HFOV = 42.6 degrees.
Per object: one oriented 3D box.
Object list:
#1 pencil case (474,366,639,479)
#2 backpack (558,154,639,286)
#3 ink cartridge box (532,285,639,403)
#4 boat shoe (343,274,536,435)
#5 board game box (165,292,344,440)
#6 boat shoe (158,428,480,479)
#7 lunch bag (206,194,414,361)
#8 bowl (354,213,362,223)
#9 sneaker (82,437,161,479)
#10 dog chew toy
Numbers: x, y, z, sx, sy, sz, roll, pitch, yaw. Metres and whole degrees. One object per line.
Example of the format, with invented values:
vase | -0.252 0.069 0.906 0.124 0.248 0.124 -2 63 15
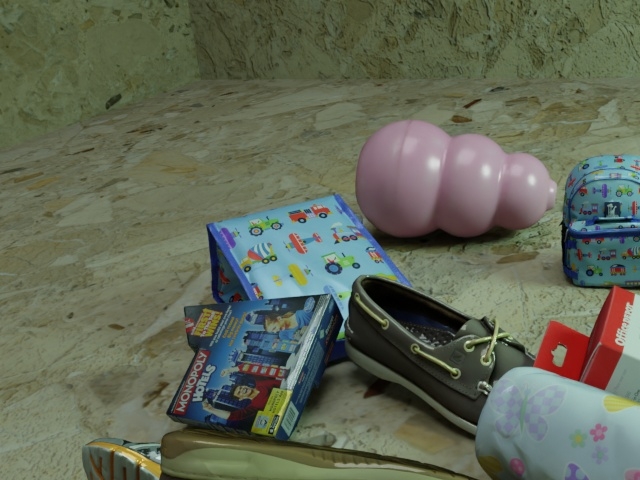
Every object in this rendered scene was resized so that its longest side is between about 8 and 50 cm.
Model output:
pencil case | 0.262 0.200 0.706 0.113 0.124 0.273 19 -3 -39
backpack | 0.427 -0.031 1.192 0.158 0.173 0.117 2 23 21
ink cartridge box | 0.347 0.130 0.844 0.231 0.078 0.134 22 30 15
boat shoe | 0.160 0.131 0.935 0.324 0.097 0.116 23 36 38
board game box | -0.096 0.147 0.995 0.194 0.060 0.194 5 52 26
boat shoe | 0.023 0.248 0.716 0.341 0.123 0.123 10 -10 -6
lunch bag | -0.006 0.071 1.164 0.220 0.138 0.293 -14 34 -22
bowl | 0.000 0.000 1.416 0.142 0.053 0.142 -1 22 17
sneaker | -0.142 0.239 0.828 0.214 0.084 0.083 11 26 17
dog chew toy | 0.232 -0.095 1.406 0.331 0.207 0.206 8 25 15
